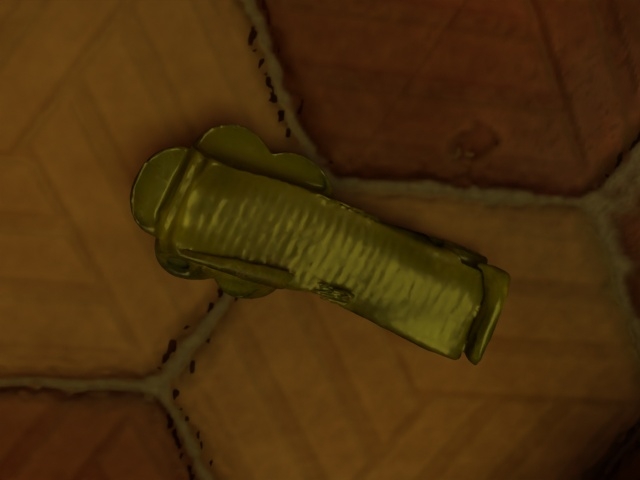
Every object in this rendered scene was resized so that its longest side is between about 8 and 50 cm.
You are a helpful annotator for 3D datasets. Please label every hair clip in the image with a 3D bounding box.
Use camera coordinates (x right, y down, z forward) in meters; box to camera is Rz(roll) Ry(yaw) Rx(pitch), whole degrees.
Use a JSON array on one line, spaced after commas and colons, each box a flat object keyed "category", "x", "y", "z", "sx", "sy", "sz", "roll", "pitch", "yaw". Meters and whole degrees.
[{"category": "hair clip", "x": 0.000, "y": 0.000, "z": 0.455, "sx": 0.173, "sy": 0.046, "sz": 0.072, "roll": 18, "pitch": 97, "yaw": -17}]
